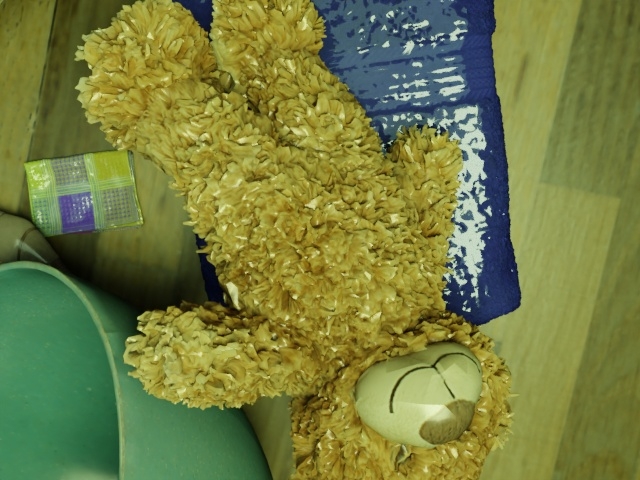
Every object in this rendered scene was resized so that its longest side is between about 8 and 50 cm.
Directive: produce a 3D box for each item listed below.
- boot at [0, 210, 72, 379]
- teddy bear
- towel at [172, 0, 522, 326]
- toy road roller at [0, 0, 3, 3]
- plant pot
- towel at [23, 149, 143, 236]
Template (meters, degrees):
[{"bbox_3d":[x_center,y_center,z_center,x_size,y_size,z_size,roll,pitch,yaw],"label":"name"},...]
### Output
[{"bbox_3d":[-0.235,0.037,0.656,0.087,0.042,0.118,34,103,7],"label":"boot"},{"bbox_3d":[0.000,0.000,0.503,0.245,0.113,0.337,-1,71,-41],"label":"teddy bear"},{"bbox_3d":[0.014,-0.085,0.629,0.228,0.076,0.308,-7,96,8],"label":"towel"},{"bbox_3d":[-0.126,-0.254,0.512,0.241,0.202,0.329,21,106,-22],"label":"toy road roller"},{"bbox_3d":[-0.141,0.178,0.570,0.195,0.290,0.290,23,97,-45],"label":"plant pot"},{"bbox_3d":[-0.175,-0.035,0.660,0.083,0.009,0.060,-5,96,0],"label":"towel"}]
